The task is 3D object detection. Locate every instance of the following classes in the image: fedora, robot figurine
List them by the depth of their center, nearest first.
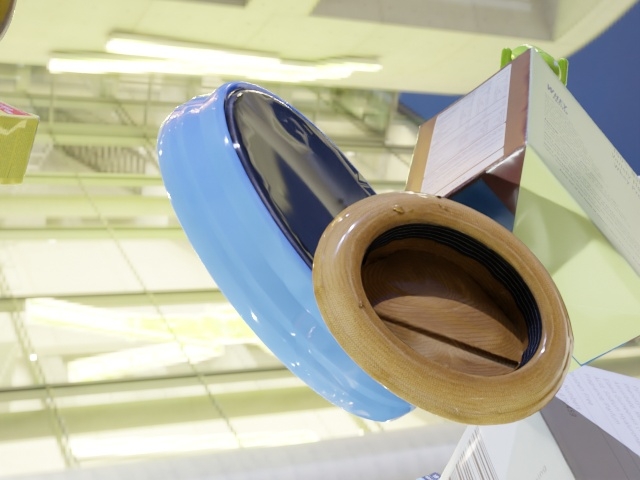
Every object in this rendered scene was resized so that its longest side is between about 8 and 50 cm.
[{"bbox_3d":[0.079,0.056,0.706,0.079,0.194,0.194,118,-39,-51],"label":"fedora"},{"bbox_3d":[0.301,-0.240,1.425,0.115,0.101,0.067,-105,-152,-67],"label":"robot figurine"}]

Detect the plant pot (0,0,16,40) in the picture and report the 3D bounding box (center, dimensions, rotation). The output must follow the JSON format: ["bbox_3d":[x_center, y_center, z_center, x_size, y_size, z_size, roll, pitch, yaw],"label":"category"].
[{"bbox_3d":[-0.409,-0.242,0.870,0.239,0.254,0.254,5,-83,18],"label":"plant pot"}]

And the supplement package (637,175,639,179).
[{"bbox_3d":[0.574,-0.019,1.773,0.179,0.105,0.105,105,-19,-52],"label":"supplement package"}]

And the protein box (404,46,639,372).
[{"bbox_3d":[0.189,-0.024,0.880,0.136,0.200,0.201,-34,-161,29],"label":"protein box"}]

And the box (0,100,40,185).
[{"bbox_3d":[-0.293,-0.075,0.658,0.087,0.232,0.058,23,-80,19],"label":"box"}]

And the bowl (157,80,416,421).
[{"bbox_3d":[0.000,0.000,1.027,0.077,0.391,0.391,-37,-128,18],"label":"bowl"}]

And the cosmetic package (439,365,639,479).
[{"bbox_3d":[0.346,0.366,1.053,0.327,0.394,0.329,-105,-147,-62],"label":"cosmetic package"}]

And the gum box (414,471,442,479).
[{"bbox_3d":[0.083,0.389,1.244,0.041,0.184,0.157,25,-63,46],"label":"gum box"}]
